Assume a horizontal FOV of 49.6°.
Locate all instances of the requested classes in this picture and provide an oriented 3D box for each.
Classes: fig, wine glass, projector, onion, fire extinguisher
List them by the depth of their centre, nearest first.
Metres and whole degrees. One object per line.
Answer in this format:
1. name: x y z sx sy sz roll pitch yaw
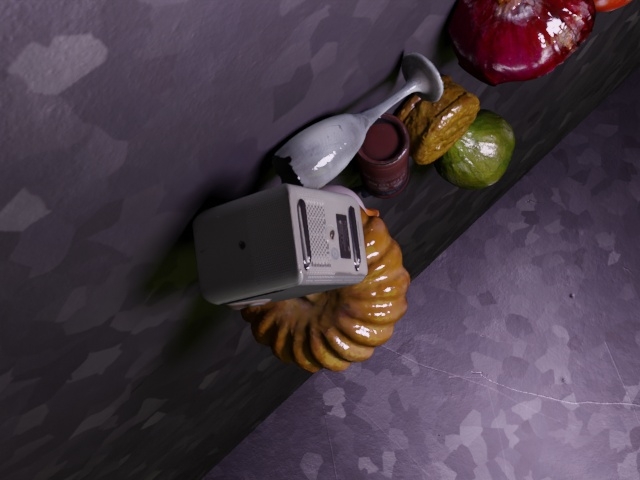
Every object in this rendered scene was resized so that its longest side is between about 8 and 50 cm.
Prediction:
1. projector: -0.071 0.013 1.083 0.243 0.163 0.177 -16 167 35
2. wine glass: 0.118 -0.133 1.121 0.310 0.264 0.096 -39 162 -18
3. onion: 0.348 -0.371 1.214 0.206 0.207 0.216 -50 157 8
4. fire extinguisher: 0.109 -0.143 1.379 0.138 0.102 0.344 -15 168 3
5. fig: 0.324 -0.225 1.602 0.235 0.203 0.203 17 120 -40

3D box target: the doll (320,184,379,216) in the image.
1. doll: 0.000 0.000 1.357 0.251 0.221 0.221 -17 164 6

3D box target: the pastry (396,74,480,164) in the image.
1. pastry: 0.231 -0.241 1.407 0.189 0.103 0.188 -40 163 -14

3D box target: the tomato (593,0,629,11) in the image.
1. tomato: 0.565 -0.548 1.361 0.187 0.151 0.186 -7 100 -43

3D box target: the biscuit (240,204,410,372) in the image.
1. biscuit: -0.006 0.080 1.233 0.325 0.326 0.107 -49 170 13
